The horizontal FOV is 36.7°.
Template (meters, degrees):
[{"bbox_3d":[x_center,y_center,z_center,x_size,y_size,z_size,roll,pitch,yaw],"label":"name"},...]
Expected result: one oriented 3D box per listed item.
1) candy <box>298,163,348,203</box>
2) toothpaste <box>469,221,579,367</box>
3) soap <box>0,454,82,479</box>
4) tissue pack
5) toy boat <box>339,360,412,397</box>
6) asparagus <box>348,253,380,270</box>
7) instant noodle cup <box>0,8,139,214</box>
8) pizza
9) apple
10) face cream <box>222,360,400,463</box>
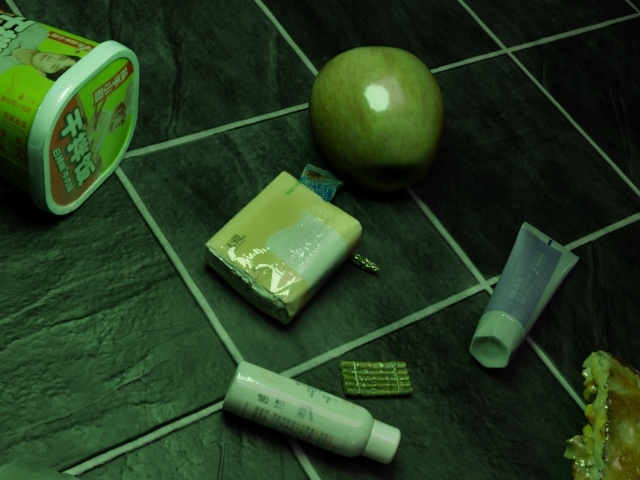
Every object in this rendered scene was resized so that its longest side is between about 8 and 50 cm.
[{"bbox_3d":[-0.006,-0.091,1.761,0.088,0.038,0.136,17,40,11],"label":"candy"},{"bbox_3d":[0.367,0.089,1.730,0.125,0.080,0.371,33,44,8],"label":"toothpaste"},{"bbox_3d":[-0.273,0.459,0.972,0.350,0.213,0.435,-32,104,-29],"label":"soap"},{"bbox_3d":[-0.061,0.010,1.608,0.186,0.090,0.222,37,56,14],"label":"tissue pack"},{"bbox_3d":[0.089,0.222,1.554,0.115,0.016,0.063,2,52,-18],"label":"toy boat"},{"bbox_3d":[0.000,0.000,1.697,0.233,0.022,0.023,26,4,4],"label":"asparagus"},{"bbox_3d":[-0.494,-0.234,1.560,0.308,0.294,0.294,25,48,10],"label":"instant noodle cup"},{"bbox_3d":[0.472,0.420,1.467,0.406,0.130,0.440,-31,78,-36],"label":"pizza"},{"bbox_3d":[0.102,-0.216,1.760,0.257,0.257,0.234,5,67,-17],"label":"apple"},{"bbox_3d":[-0.010,0.263,1.443,0.269,0.082,0.082,21,49,-4],"label":"face cream"}]
